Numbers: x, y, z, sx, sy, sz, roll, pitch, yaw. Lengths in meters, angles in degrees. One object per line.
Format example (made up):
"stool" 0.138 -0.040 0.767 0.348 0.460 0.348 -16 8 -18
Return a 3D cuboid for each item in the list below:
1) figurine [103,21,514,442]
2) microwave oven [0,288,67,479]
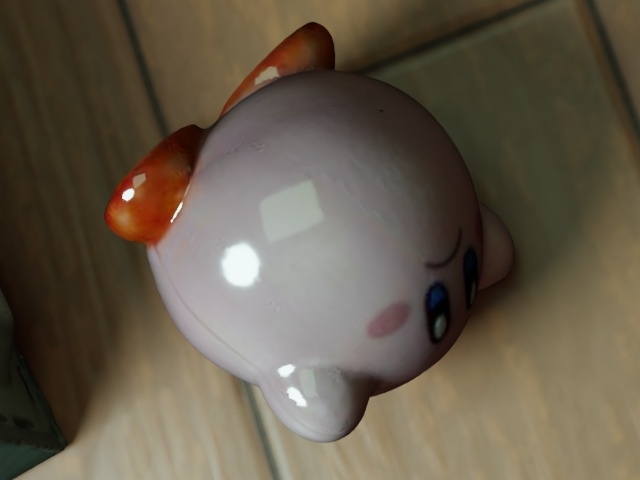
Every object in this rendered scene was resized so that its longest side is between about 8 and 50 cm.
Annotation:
"figurine" 0.000 0.000 0.912 0.173 0.173 0.173 -3 79 14
"microwave oven" -0.384 -0.014 0.977 0.374 0.236 0.432 -31 74 6
